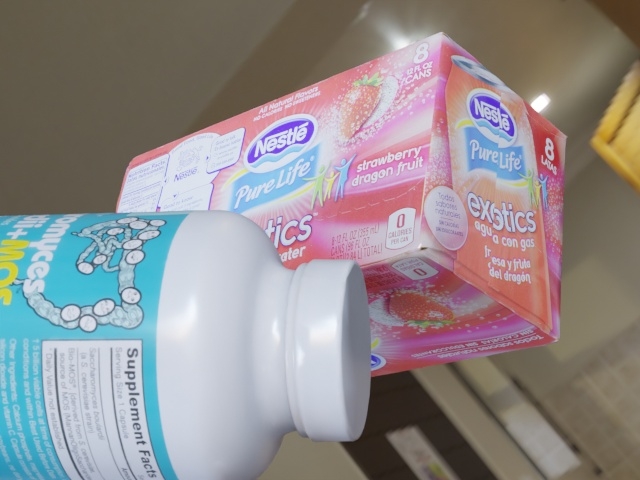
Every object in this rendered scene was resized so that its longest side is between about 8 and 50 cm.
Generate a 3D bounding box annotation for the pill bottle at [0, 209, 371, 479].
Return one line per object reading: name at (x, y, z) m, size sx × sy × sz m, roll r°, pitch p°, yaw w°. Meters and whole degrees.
pill bottle at (-0.110, 0.058, 0.640) m, size 0.264 × 0.146 × 0.146 m, roll -1°, pitch -15°, yaw 10°

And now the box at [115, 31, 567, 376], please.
box at (0.000, 0.000, 0.818) m, size 0.300 × 0.154 × 0.142 m, roll -17°, pitch -36°, yaw 40°
